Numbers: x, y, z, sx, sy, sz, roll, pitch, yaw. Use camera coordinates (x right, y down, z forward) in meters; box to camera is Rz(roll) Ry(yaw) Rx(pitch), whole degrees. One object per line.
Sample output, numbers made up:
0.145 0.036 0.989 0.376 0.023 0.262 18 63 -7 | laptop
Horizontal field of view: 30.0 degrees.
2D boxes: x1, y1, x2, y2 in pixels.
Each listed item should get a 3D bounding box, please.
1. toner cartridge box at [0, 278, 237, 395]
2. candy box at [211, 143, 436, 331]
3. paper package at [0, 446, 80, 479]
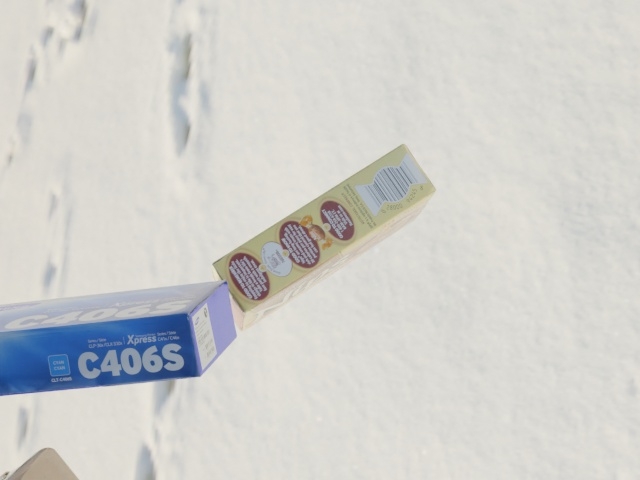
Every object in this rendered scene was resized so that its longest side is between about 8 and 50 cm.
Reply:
-0.284 0.113 1.351 0.165 0.347 0.075 -44 -53 -76 | toner cartridge box
0.000 0.000 1.682 0.088 0.316 0.183 57 169 8 | candy box
-0.395 0.499 1.600 0.325 0.309 0.168 53 141 -4 | paper package
